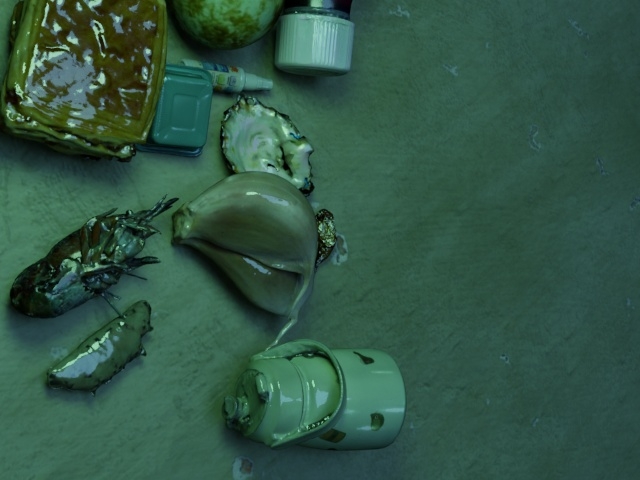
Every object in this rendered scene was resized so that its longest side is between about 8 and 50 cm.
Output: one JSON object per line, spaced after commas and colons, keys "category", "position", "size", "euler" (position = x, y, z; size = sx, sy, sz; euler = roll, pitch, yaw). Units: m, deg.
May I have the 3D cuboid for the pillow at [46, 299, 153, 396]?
{"category": "pillow", "position": [-0.384, 0.206, 1.659], "size": [0.241, 0.051, 0.093], "euler": [-40, 100, -36]}

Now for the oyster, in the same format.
{"category": "oyster", "position": [-0.105, -0.186, 1.929], "size": [0.259, 0.092, 0.198], "euler": [28, 65, -20]}

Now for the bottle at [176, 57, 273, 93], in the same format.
{"category": "bottle", "position": [-0.196, -0.335, 1.904], "size": [0.217, 0.060, 0.060], "euler": [3, 79, -36]}

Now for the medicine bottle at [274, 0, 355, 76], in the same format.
{"category": "medicine bottle", "position": [0.001, -0.556, 1.961], "size": [0.242, 0.242, 0.395], "euler": [3, 89, -36]}

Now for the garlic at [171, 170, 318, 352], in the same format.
{"category": "garlic", "position": [-0.098, 0.013, 1.803], "size": [0.246, 0.231, 0.340], "euler": [-43, 101, -37]}

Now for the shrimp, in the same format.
{"category": "shrimp", "position": [-0.385, 0.042, 1.656], "size": [0.372, 0.137, 0.172], "euler": [-28, 135, -30]}

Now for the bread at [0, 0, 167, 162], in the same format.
{"category": "bread", "position": [-0.434, -0.315, 1.654], "size": [0.277, 0.167, 0.325], "euler": [13, 82, -35]}

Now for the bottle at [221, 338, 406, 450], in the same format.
{"category": "bottle", "position": [-0.017, 0.308, 1.812], "size": [0.351, 0.229, 0.229], "euler": [8, 76, -34]}

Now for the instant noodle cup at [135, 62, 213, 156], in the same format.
{"category": "instant noodle cup", "position": [-0.280, -0.253, 1.786], "size": [0.157, 0.070, 0.179], "euler": [2, 102, -35]}

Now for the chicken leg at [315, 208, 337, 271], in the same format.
{"category": "chicken leg", "position": [0.005, 0.000, 2.003], "size": [0.062, 0.037, 0.145], "euler": [3, 77, -14]}

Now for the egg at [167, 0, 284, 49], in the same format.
{"category": "egg", "position": [-0.188, -0.520, 1.839], "size": [0.238, 0.238, 0.289], "euler": [29, 43, -29]}
